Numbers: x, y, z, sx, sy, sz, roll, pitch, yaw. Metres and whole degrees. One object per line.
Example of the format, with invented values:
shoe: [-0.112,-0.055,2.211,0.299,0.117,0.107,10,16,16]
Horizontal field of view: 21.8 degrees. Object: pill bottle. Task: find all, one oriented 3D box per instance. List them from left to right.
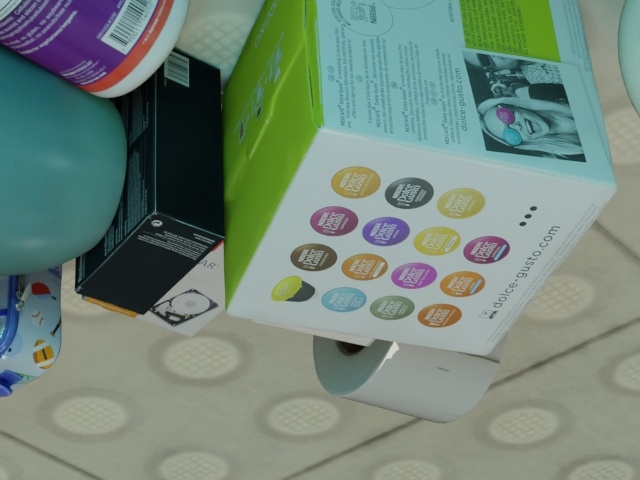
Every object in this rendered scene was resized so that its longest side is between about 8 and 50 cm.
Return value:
pill bottle: [-0.305,-0.292,1.737,0.323,0.181,0.181,29,132,-35]

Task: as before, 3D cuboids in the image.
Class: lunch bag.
lunch bag: [-0.467,0.116,2.213,0.303,0.243,0.115,-29,137,31]

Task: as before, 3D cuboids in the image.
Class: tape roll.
tape roll: [0.121,0.113,2.261,0.169,0.246,0.246,17,138,-26]

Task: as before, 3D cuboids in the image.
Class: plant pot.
plant pot: [-0.362,-0.092,1.881,0.235,0.293,0.293,9,142,-33]

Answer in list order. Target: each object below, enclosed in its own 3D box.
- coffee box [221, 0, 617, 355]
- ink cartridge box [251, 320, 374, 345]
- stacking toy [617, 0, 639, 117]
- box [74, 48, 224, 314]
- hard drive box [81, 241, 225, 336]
coffee box: [0.088,-0.115,1.875,0.334,0.338,0.337,10,141,-17]
ink cartridge box: [0.000,0.000,2.103,0.172,0.237,0.100,13,140,-21]
stacking toy: [0.509,-0.141,1.967,0.351,0.350,0.480,-5,159,2]
box: [-0.203,-0.074,1.968,0.103,0.261,0.184,23,136,-31]
hard drive box: [-0.186,0.016,2.233,0.181,0.089,0.232,21,136,-30]
